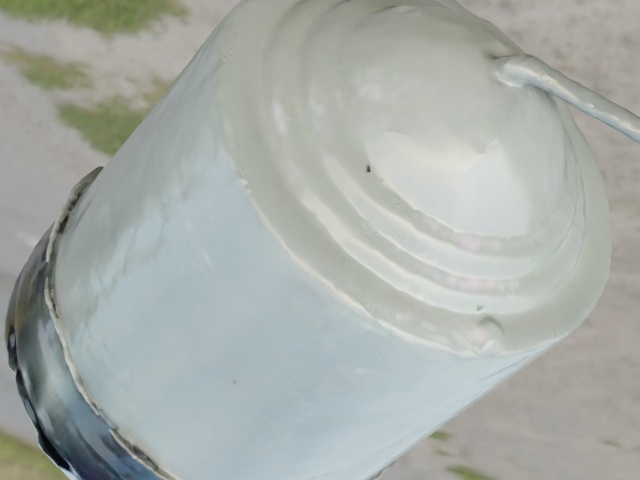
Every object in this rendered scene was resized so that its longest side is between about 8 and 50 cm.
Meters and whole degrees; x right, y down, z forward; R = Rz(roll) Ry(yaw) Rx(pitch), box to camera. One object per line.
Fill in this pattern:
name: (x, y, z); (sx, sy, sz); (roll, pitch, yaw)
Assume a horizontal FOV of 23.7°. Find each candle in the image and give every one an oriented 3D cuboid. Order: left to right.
candle: (0.000, 0.000, 0.731); (0.221, 0.221, 0.342); (21, 139, -22)
